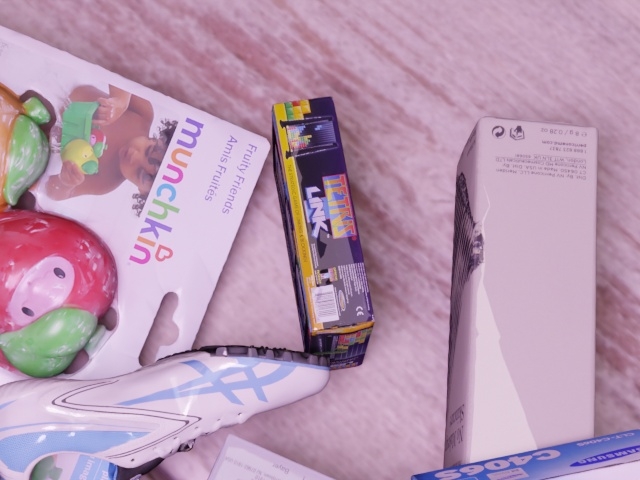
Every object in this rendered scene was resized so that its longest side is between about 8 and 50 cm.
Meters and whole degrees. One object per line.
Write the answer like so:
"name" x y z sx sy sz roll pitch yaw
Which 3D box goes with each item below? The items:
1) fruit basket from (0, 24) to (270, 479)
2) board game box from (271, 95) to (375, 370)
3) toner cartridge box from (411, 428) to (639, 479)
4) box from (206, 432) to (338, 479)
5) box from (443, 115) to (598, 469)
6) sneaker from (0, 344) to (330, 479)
"fruit basket" -0.251 0.003 0.915 0.353 0.165 0.327 22 79 -3
"board game box" 0.000 0.000 0.943 0.048 0.141 0.170 -9 74 -3
"toner cartridge box" 0.171 0.312 0.829 0.165 0.075 0.348 -11 94 -7
"box" -0.020 0.197 0.882 0.126 0.137 0.072 23 74 4
"box" 0.148 0.055 0.950 0.094 0.113 0.275 6 71 -2
"sneaker" -0.106 0.120 0.871 0.237 0.085 0.086 -10 87 -12
